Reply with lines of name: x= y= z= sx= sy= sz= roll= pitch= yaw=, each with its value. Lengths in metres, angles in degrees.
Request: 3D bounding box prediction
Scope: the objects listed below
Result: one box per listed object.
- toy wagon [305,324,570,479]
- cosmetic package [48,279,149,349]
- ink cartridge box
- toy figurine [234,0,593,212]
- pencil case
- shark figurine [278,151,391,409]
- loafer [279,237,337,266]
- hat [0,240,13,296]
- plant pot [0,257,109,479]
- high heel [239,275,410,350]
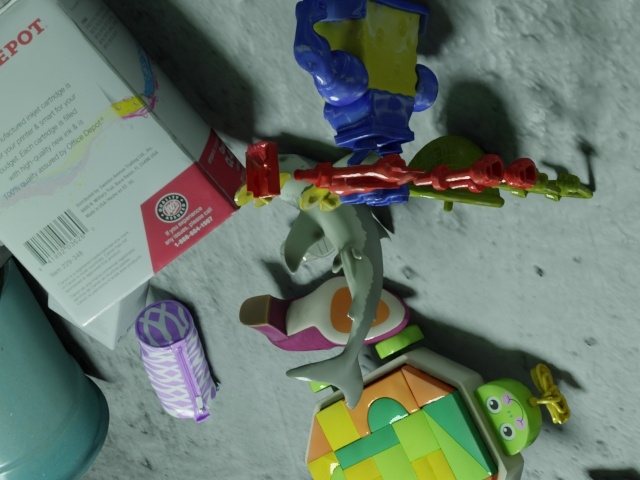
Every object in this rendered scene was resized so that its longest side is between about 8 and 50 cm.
toy wagon: x=0.127 y=0.231 z=1.769 sx=0.344 sy=0.068 sz=0.267 roll=-32 pitch=81 yaw=40
cosmetic package: x=-0.291 y=0.043 z=2.075 sx=0.117 sy=0.085 sz=0.231 roll=33 pitch=150 yaw=6
ink cartridge box: x=-0.255 y=-0.101 z=1.627 sx=0.226 sy=0.131 sz=0.306 roll=-35 pitch=104 yaw=17
toy figurine: x=0.080 y=-0.140 z=1.327 sx=0.191 sy=0.217 sz=0.362 roll=-7 pitch=175 yaw=35
pencil case: x=-0.197 y=0.168 z=2.151 sx=0.206 sy=0.086 sz=0.088 roll=76 pitch=168 yaw=-52
shark figurine: x=0.037 y=0.020 z=1.616 sx=0.166 sy=0.278 sz=0.116 roll=-24 pitch=161 yaw=28
loafer: x=0.000 y=0.000 z=1.732 sx=0.125 sy=0.039 sz=0.045 roll=-23 pitch=83 yaw=56
hat: x=-0.408 y=-0.043 z=1.952 sx=0.134 sy=0.331 sz=0.331 roll=-12 pitch=138 yaw=6
plant pot: x=-0.527 y=0.192 z=2.344 sx=0.341 sy=0.341 sz=0.334 roll=17 pitch=139 yaw=33
high heel: x=0.027 y=0.098 z=1.829 sx=0.244 sy=0.082 sz=0.117 roll=-10 pitch=157 yaw=39
